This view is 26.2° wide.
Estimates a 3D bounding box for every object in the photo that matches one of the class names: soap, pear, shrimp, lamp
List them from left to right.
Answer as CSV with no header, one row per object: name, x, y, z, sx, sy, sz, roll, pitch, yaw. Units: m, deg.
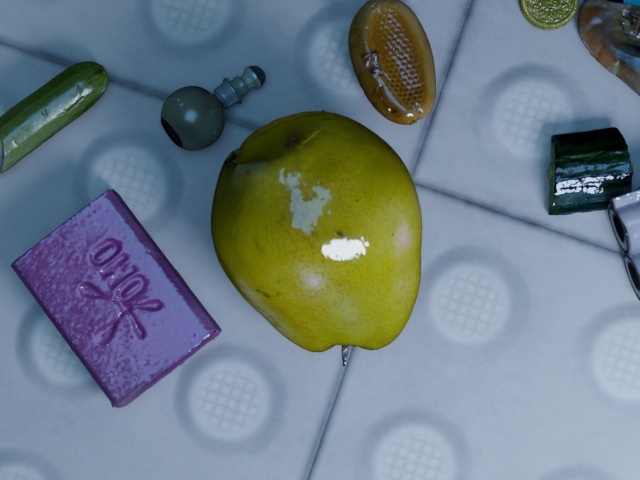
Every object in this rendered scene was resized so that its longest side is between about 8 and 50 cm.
soap,-0.285,0.079,1.920,0.181,0.081,0.259,-36,86,0
lamp,-0.146,-0.196,1.935,0.163,0.091,0.091,-36,86,-14
pear,0.005,-0.005,1.821,0.285,0.285,0.336,-34,87,0
shrimp,0.472,-0.266,1.928,0.143,0.052,0.251,-39,86,-4

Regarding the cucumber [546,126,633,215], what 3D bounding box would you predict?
cucumber,0.372,-0.098,1.918,0.115,0.062,0.116,-6,88,-2

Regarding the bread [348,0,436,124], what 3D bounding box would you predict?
bread,0.101,-0.249,1.929,0.114,0.077,0.189,-14,85,-19

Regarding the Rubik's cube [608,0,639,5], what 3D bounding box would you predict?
Rubik's cube,0.544,-0.473,1.813,0.288,0.283,0.293,7,78,1

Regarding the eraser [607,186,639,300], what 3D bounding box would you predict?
eraser,0.557,-0.028,1.888,0.290,0.087,0.171,-19,95,1

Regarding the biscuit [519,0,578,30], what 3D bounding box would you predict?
biscuit,0.325,-0.341,1.951,0.084,0.023,0.084,0,85,3

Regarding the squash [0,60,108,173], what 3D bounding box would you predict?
squash,-0.401,-0.173,1.945,0.239,0.069,0.069,-37,86,-1
